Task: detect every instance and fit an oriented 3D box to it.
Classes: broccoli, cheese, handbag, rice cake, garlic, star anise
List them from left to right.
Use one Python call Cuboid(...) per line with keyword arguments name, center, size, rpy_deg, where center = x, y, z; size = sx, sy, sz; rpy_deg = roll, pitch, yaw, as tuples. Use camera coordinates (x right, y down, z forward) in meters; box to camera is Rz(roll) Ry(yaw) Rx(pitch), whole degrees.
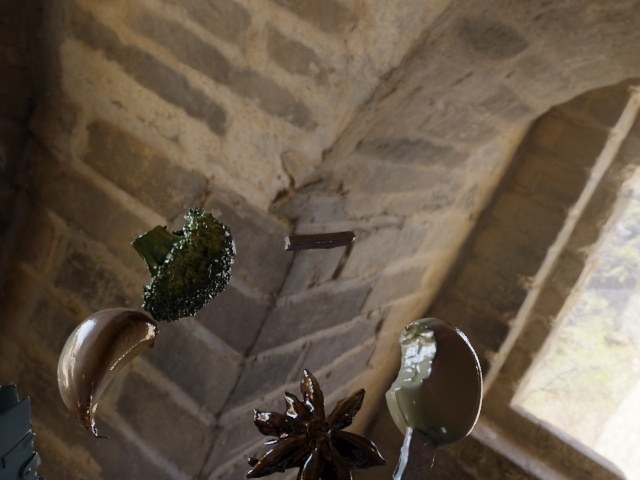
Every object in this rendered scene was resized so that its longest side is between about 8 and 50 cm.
Cuboid(name="handbag", center=(-0.325, 0.243, 0.578), size=(0.057, 0.221, 0.144), rpy_deg=(26, 39, 17))
Cuboid(name="garlic", center=(-0.356, 0.186, 0.985), size=(0.115, 0.128, 0.207), rpy_deg=(9, 49, 17))
Cuboid(name="broccoli", center=(-0.249, 0.046, 1.120), size=(0.226, 0.198, 0.176), rpy_deg=(-21, 71, -43))
Cuboid(name="star anise", center=(-0.004, 0.223, 0.700), size=(0.167, 0.168, 0.057), rpy_deg=(28, -26, 17))
Cuboid(name="rice cake", center=(0.000, 0.000, 1.614), size=(0.206, 0.036, 0.047), rpy_deg=(-4, -18, -32))
Cuboid(name="cheese", center=(0.151, 0.244, 0.879), size=(0.163, 0.082, 0.286), rpy_deg=(45, 44, -16))

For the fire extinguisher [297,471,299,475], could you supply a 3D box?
Cuboid(name="fire extinguisher", center=(-0.026, 0.510, 1.160), size=(0.049, 0.035, 0.173), rpy_deg=(29, 38, -48))
